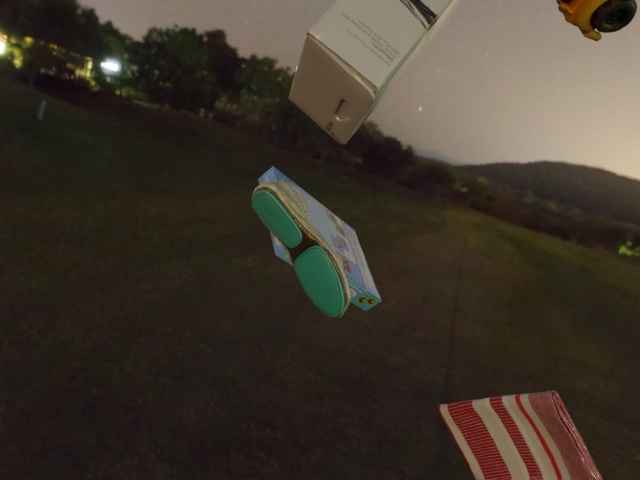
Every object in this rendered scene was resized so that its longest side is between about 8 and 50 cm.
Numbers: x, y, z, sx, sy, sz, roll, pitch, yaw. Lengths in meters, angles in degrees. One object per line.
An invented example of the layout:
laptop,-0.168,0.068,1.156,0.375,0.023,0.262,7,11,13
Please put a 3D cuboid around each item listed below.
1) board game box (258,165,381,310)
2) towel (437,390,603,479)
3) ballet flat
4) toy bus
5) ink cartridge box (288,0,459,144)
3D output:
board game box,0.000,0.000,0.847,0.211,0.039,0.160,37,26,-42
towel,0.438,0.464,1.274,0.037,0.237,0.329,-28,0,-41
ballet flat,-0.011,0.004,0.612,0.168,0.057,0.052,58,34,1
toy bus,0.411,-0.440,0.859,0.211,0.150,0.220,3,-31,-17
ink cartridge box,0.130,-0.418,1.107,0.166,0.395,0.285,39,-14,-1
